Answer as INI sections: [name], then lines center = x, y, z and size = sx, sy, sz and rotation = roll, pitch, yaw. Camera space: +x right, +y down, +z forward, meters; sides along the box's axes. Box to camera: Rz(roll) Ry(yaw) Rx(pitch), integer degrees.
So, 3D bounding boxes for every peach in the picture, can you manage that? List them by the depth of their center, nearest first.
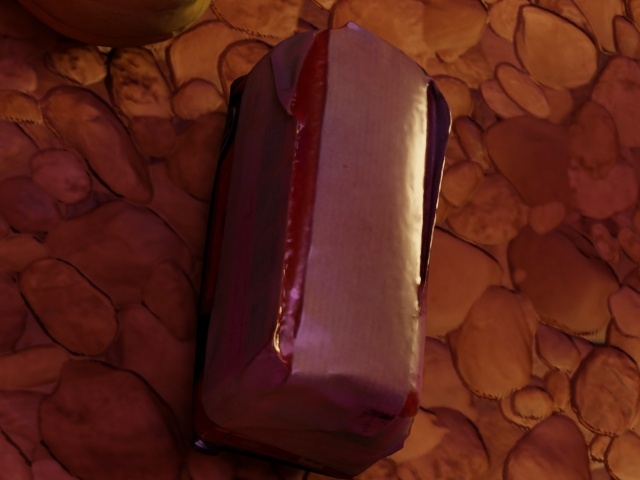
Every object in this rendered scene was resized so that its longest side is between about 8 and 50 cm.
[peach]
center = -0.141, -0.222, 1.099
size = 0.184, 0.184, 0.184
rotation = 11, 58, -18

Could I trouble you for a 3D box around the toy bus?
[toy bus]
center = 0.000, 0.000, 1.056
size = 0.127, 0.147, 0.303
rotation = 19, 57, -20
